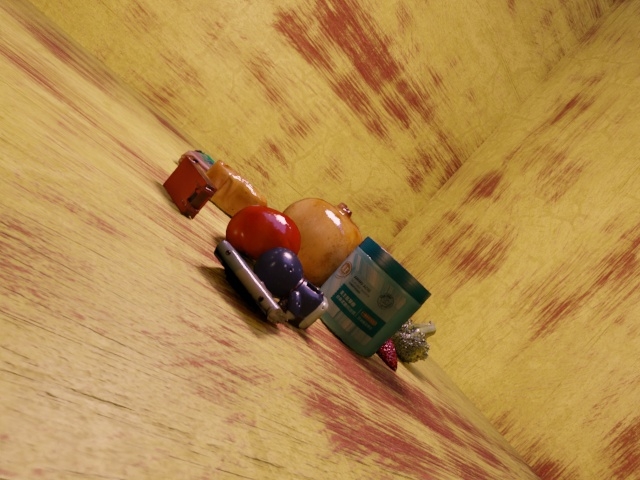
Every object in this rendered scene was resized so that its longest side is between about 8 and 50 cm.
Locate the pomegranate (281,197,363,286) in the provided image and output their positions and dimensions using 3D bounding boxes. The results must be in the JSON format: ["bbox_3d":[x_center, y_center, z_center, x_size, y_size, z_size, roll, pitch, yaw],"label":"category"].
[{"bbox_3d":[0.000,0.000,1.813,0.416,0.417,0.417,42,4,-3],"label":"pomegranate"}]

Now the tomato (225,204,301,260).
[{"bbox_3d":[-0.183,-0.017,1.363,0.259,0.180,0.260,19,-6,2],"label":"tomato"}]

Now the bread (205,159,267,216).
[{"bbox_3d":[-0.373,-0.202,1.781,0.294,0.167,0.132,42,4,-22],"label":"bread"}]

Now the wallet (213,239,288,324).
[{"bbox_3d":[-0.177,0.117,1.032,0.231,0.069,0.170,48,-12,20],"label":"wallet"}]

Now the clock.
[{"bbox_3d":[-0.093,0.132,1.215,0.243,0.146,0.199,50,8,-5],"label":"clock"}]

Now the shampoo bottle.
[{"bbox_3d":[0.188,0.217,1.590,0.331,0.343,0.331,42,4,-4],"label":"shampoo bottle"}]

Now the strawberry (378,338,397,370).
[{"bbox_3d":[0.290,0.466,1.814,0.208,0.087,0.167,46,3,24],"label":"strawberry"}]

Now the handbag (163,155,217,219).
[{"bbox_3d":[-0.414,-0.168,1.305,0.190,0.127,0.062,45,6,39],"label":"handbag"}]

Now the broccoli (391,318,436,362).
[{"bbox_3d":[0.459,0.511,2.131,0.259,0.236,0.288,13,22,-26],"label":"broccoli"}]

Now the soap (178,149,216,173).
[{"bbox_3d":[-0.552,-0.332,1.952,0.218,0.098,0.273,49,5,-6],"label":"soap"}]
